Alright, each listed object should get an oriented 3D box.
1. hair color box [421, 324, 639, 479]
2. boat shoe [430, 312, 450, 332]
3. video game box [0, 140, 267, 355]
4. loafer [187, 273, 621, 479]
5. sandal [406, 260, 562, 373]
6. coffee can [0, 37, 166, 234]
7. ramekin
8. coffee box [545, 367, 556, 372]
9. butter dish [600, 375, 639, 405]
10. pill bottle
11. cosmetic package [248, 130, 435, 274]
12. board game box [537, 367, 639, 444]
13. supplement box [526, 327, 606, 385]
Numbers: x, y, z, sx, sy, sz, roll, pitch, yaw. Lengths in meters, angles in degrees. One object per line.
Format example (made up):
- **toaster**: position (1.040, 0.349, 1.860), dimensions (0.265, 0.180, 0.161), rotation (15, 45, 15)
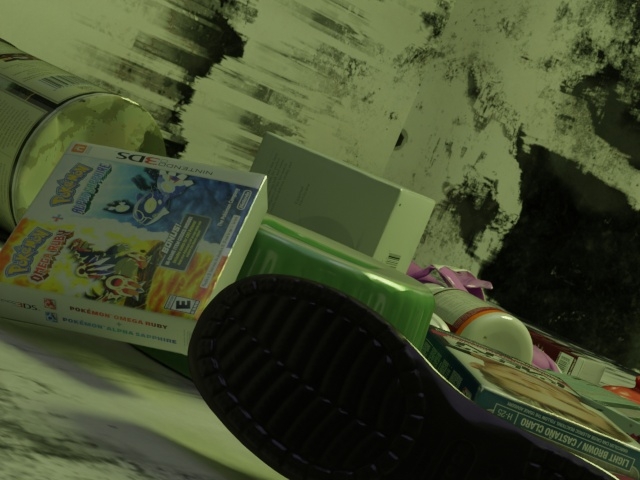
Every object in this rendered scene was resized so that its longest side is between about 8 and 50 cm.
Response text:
- **hair color box**: position (0.183, 0.182, 1.444), dimensions (0.174, 0.105, 0.347), rotation (22, 4, -7)
- **boat shoe**: position (0.022, 0.099, 1.796), dimensions (0.277, 0.098, 0.096), rotation (14, -1, 29)
- **video game box**: position (-0.160, 0.001, 1.261), dimensions (0.187, 0.048, 0.205), rotation (8, 40, 11)
- **loafer**: position (0.059, 0.160, 1.061), dimensions (0.366, 0.134, 0.130), rotation (34, -16, 18)
- **sandal**: position (0.232, 0.099, 2.300), dimensions (0.416, 0.102, 0.169), rotation (33, 15, -26)
- **coffee can**: position (-0.341, -0.110, 1.718), dimensions (0.275, 0.201, 0.201), rotation (27, 5, 41)
- **ramekin**: position (-0.036, 0.066, 1.439), dimensions (0.303, 0.148, 0.303), rotation (23, 4, -2)
- **coffee box**: position (0.411, 0.253, 2.174), dimensions (0.184, 0.040, 0.113), rotation (25, -9, 20)
- **butter dish**: position (0.415, 0.237, 1.971), dimensions (0.160, 0.118, 0.160), rotation (23, 4, 11)
- **pill bottle**: position (0.196, 0.135, 2.090), dimensions (0.121, 0.121, 0.221), rotation (21, 3, -25)
- **cosmetic package**: position (0.000, 0.000, 2.027), dimensions (0.225, 0.224, 0.138), rotation (25, 5, 24)
- **board game box**: position (0.376, 0.251, 1.718), dimensions (0.303, 0.097, 0.224), rotation (23, 4, 31)
- **supplement box**: position (0.369, 0.198, 2.621), dimensions (0.239, 0.073, 0.130), rotation (26, 4, 30)
